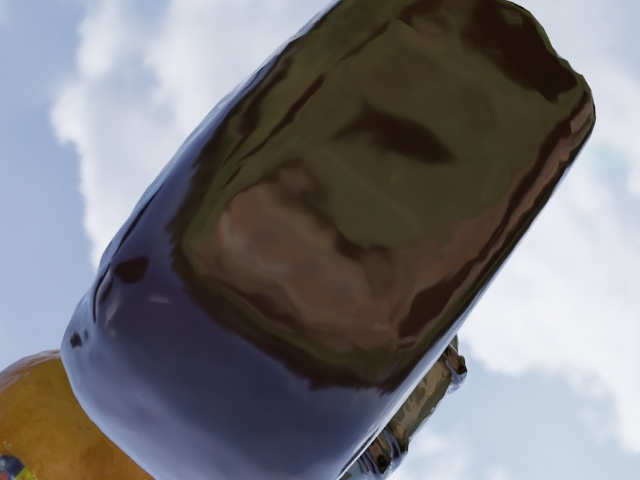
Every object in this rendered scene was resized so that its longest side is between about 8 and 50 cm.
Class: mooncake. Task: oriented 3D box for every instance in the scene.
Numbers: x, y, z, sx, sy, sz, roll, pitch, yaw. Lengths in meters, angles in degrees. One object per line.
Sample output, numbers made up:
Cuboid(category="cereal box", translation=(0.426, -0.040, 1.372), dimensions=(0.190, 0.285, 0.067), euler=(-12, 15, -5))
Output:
Cuboid(category="mooncake", translation=(0.000, 0.000, 1.017), dimensions=(0.174, 0.334, 0.326), euler=(36, -164, 4))

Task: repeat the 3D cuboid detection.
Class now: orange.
Cuboid(category="orange", translation=(-0.237, 0.208, 1.812), dimensions=(0.219, 0.193, 0.219), euler=(35, -165, -11))

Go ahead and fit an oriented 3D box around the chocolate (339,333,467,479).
Cuboid(category="chocolate", translation=(-0.002, 0.100, 1.495), dimensions=(0.186, 0.283, 0.283), euler=(46, -149, -6))
